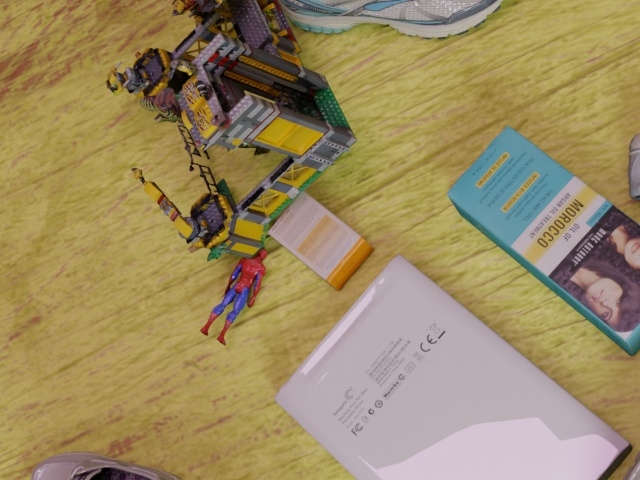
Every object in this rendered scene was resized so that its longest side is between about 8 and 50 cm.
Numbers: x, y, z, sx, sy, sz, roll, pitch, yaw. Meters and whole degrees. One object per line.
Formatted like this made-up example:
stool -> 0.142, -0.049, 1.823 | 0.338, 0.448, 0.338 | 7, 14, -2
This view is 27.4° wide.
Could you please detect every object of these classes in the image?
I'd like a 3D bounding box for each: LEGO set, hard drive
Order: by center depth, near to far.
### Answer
hard drive -> 0.125, 0.182, 1.309 | 0.307, 0.040, 0.203 | 40, 89, 27
LEGO set -> -0.131, -0.155, 1.392 | 0.255, 0.192, 0.331 | -33, 60, 31

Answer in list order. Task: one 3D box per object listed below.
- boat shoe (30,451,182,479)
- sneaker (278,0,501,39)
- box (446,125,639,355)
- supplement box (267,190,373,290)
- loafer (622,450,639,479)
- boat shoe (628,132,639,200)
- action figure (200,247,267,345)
boat shoe -> -0.236, 0.262, 1.400 | 0.184, 0.063, 0.066 | 10, 76, 23
sneaker -> 0.074, -0.291, 1.446 | 0.283, 0.122, 0.110 | -4, 71, 19
box -> 0.249, -0.002, 1.316 | 0.244, 0.060, 0.100 | 41, 89, 27
supplement box -> 0.000, 0.000, 1.419 | 0.098, 0.036, 0.062 | 40, 89, 27
loafer -> 0.380, 0.180, 1.177 | 0.319, 0.112, 0.111 | -49, 55, -2
boat shoe -> 0.411, -0.058, 1.274 | 0.227, 0.079, 0.081 | 6, 83, 27
action figure -> -0.090, 0.058, 1.437 | 0.038, 0.030, 0.115 | 25, 77, 20
